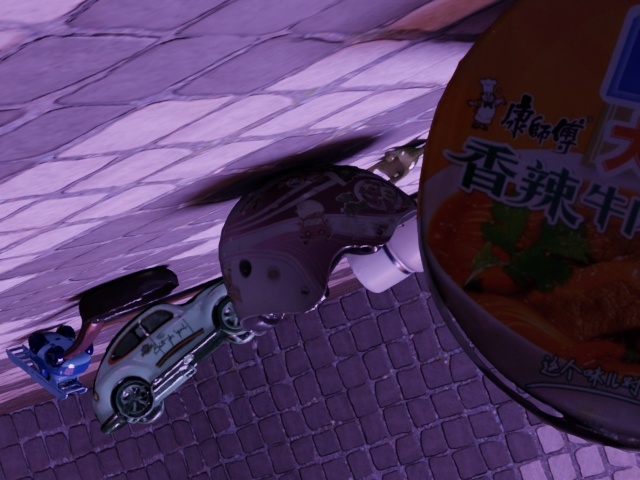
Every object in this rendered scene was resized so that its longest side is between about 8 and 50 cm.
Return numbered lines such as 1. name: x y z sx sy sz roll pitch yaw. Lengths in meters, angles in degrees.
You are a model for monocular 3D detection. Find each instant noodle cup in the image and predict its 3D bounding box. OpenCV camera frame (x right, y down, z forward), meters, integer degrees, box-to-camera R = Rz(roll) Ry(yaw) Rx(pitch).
1. instant noodle cup: 0.225 -0.039 0.881 0.296 0.296 0.214 -22 -176 24

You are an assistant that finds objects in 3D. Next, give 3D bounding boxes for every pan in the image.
1. pan: -0.236 0.079 1.565 0.115 0.040 0.212 -17 167 -43

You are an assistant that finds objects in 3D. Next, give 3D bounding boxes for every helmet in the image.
1. helmet: -0.014 -0.008 1.163 0.177 0.107 0.153 -39 180 -23

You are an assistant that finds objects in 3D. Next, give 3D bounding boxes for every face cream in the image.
1. face cream: 0.176 -0.039 1.750 0.314 0.089 0.143 -30 171 21

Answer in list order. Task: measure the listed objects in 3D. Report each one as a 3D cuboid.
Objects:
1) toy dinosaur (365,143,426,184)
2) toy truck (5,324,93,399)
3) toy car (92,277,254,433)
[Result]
1. toy dinosaur: 0.081 -0.077 1.275 0.060 0.029 0.119 -35 178 -31
2. toy truck: -0.343 0.140 1.764 0.063 0.074 0.136 -13 -147 -43
3. toy car: -0.202 0.141 1.948 0.306 0.125 0.136 -42 173 -7
